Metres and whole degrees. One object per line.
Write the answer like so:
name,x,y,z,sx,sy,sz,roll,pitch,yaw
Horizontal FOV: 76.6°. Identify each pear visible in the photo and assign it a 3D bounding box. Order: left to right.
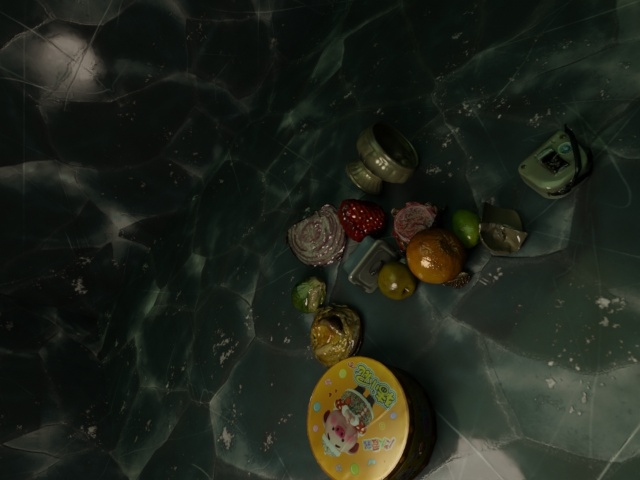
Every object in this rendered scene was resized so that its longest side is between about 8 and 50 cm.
pear,0.301,0.159,1.627,0.149,0.149,0.162,-50,49,7

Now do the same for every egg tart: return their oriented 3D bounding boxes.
egg tart,0.041,0.397,1.744,0.297,0.132,0.297,-24,54,38

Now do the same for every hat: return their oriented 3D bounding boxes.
hat,0.648,-0.044,1.488,0.166,0.173,0.144,16,114,7

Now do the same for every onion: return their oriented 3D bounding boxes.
onion,0.000,0.000,2.003,0.314,0.146,0.280,-27,76,16

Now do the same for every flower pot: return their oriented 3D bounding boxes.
flower pot,0.272,-0.361,1.862,0.244,0.307,0.307,-44,41,42

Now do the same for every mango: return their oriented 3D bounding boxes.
mango,0.558,-0.053,1.556,0.119,0.100,0.178,-36,40,24

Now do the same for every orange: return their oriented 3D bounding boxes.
orange,0.426,0.057,1.506,0.193,0.219,0.219,-59,37,35

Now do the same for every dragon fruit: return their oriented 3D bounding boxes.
dragon fruit,0.397,-0.070,1.674,0.282,0.147,0.211,-51,43,9

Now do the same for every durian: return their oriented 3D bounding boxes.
durian,0.498,0.147,1.526,0.130,0.052,0.066,-12,63,48

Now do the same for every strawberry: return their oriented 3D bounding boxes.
strawberry,0.172,-0.102,1.820,0.205,0.244,0.205,-19,57,32

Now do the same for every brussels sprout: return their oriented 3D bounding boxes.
brussels sprout,-0.061,0.249,1.907,0.145,0.131,0.183,17,83,40

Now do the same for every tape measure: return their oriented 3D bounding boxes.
tape measure,0.843,-0.270,1.417,0.235,0.115,0.207,-44,43,14

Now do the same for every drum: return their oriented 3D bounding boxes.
drum,0.174,0.632,1.421,0.431,0.214,0.431,-21,53,31

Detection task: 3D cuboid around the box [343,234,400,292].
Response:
box,0.215,0.097,1.735,0.227,0.162,0.130,-52,34,6
